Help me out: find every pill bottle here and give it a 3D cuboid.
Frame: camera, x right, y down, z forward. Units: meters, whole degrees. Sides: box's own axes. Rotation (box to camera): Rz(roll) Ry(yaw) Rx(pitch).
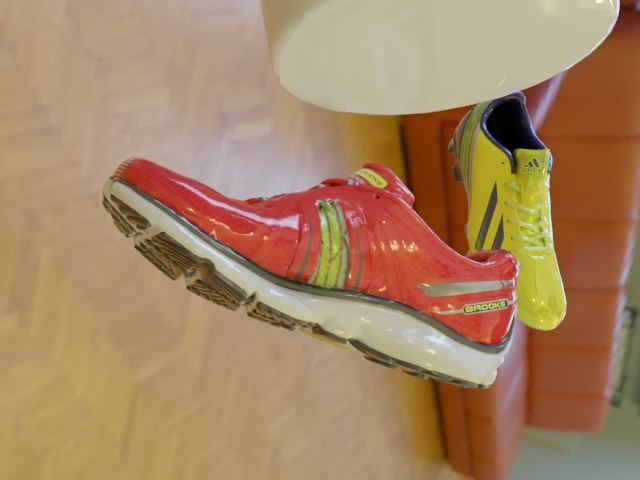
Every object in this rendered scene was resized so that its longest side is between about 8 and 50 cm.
[{"bbox_3d":[0.029,-0.235,0.526,0.188,0.188,0.334,40,40,-69],"label":"pill bottle"}]

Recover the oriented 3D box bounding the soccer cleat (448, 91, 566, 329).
[{"bbox_3d":[0.218,-0.040,1.328,0.121,0.093,0.289,-47,-135,44],"label":"soccer cleat"}]

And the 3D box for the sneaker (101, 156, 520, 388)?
[{"bbox_3d":[0.000,0.000,0.749,0.107,0.279,0.118,-8,-119,69],"label":"sneaker"}]
